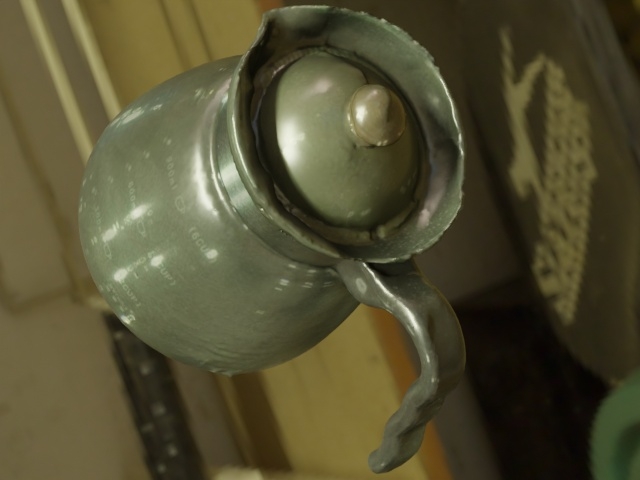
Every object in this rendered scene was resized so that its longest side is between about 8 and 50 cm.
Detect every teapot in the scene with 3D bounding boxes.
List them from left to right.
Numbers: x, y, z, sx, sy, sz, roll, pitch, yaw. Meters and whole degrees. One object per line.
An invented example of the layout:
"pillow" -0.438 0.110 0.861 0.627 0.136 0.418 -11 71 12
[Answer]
"teapot" -0.021 -0.007 1.224 0.285 0.223 0.305 -35 52 57
